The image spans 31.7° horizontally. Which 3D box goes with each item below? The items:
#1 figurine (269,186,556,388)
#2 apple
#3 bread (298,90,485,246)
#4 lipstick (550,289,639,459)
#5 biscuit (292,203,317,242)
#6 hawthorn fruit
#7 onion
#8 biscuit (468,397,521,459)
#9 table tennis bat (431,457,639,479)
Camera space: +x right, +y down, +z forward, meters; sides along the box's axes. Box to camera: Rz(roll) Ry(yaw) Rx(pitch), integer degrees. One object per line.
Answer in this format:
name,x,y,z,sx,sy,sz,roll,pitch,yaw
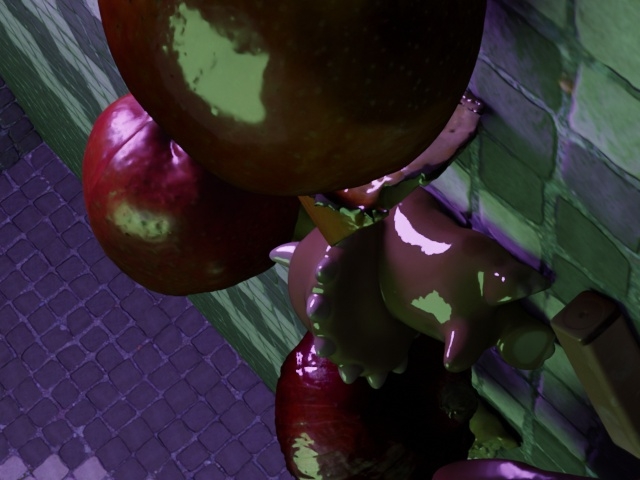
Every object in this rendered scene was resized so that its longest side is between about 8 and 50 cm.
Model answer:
figurine,0.066,0.054,1.021,0.247,0.173,0.177,43,165,33
apple,-0.004,-0.140,0.637,0.230,0.230,0.230,47,167,14
bread,0.030,-0.085,0.841,0.169,0.140,0.160,55,173,-17
lipstick,0.233,0.108,0.888,0.045,0.045,0.145,28,156,57
biscuit,0.000,0.000,1.402,0.325,0.044,0.217,42,166,33
hawthorn fruit,-0.144,-0.083,1.206,0.254,0.254,0.300,44,163,27
onion,0.091,0.171,1.176,0.195,0.272,0.272,-2,132,40
biscuit,0.180,0.238,1.427,0.118,0.061,0.183,49,168,10
table tennis bat,0.249,0.247,1.002,0.268,0.051,0.415,21,156,-8
